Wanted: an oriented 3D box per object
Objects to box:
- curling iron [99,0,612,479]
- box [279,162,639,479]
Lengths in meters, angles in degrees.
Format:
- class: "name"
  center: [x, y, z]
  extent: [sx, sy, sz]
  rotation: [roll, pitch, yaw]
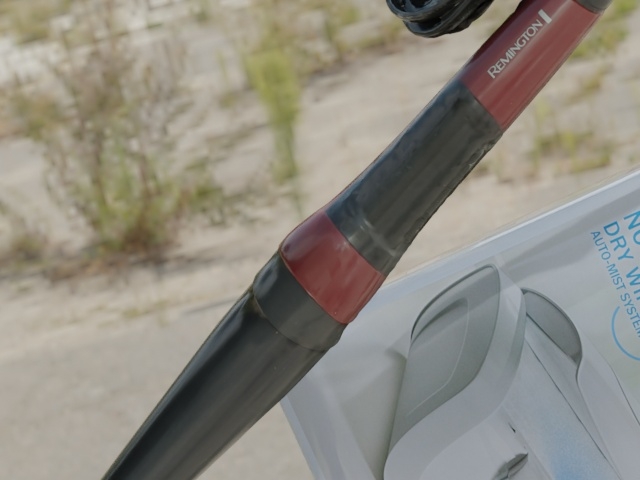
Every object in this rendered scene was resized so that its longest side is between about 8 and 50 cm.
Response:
- class: "curling iron"
  center: [0.000, 0.000, 0.508]
  extent: [0.035, 0.274, 0.068]
  rotation: [15, 32, -32]
- class: "box"
  center: [0.140, 0.108, 0.780]
  extent: [0.231, 0.262, 0.127]
  rotation: [-24, -1, 17]
